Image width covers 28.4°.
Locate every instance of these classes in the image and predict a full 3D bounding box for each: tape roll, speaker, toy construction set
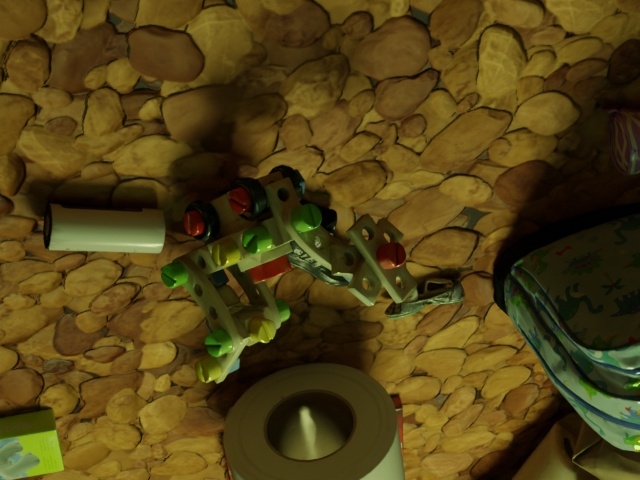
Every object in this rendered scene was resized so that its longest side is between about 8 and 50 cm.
[{"bbox_3d":[-0.004,0.316,1.787,0.246,0.246,0.169,-13,130,-5],"label":"tape roll"},{"bbox_3d":[-0.252,-0.013,1.484,0.136,0.055,0.055,2,137,-21],"label":"speaker"},{"bbox_3d":[-0.056,0.033,1.473,0.328,0.215,0.151,-21,-179,36],"label":"toy construction set"}]

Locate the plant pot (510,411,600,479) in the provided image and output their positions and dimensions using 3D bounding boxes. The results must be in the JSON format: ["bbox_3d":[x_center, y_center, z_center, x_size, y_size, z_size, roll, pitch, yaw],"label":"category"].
[{"bbox_3d":[0.432,0.467,2.111,0.334,0.334,0.305,5,125,-25],"label":"plant pot"}]

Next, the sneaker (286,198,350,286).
[{"bbox_3d":[0.000,-0.002,1.586,0.170,0.051,0.089,24,129,-29],"label":"sneaker"}]

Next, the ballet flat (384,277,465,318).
[{"bbox_3d":[0.141,0.074,1.744,0.114,0.041,0.041,-14,141,-3],"label":"ballet flat"}]

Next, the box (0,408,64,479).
[{"bbox_3d":[-0.458,0.296,1.783,0.178,0.042,0.109,-9,140,-11],"label":"box"}]

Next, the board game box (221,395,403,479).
[{"bbox_3d":[-0.008,0.322,1.983,0.281,0.027,0.145,-12,139,-6],"label":"board game box"}]

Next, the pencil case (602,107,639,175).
[{"bbox_3d":[0.458,-0.140,1.565,0.206,0.086,0.088,-14,106,-7],"label":"pencil case"}]

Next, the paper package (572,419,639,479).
[{"bbox_3d":[0.550,0.250,1.857,0.168,0.309,0.325,7,160,46],"label":"paper package"}]

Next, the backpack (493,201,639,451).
[{"bbox_3d":[0.403,0.107,1.619,0.290,0.355,0.273,-15,140,-1],"label":"backpack"}]
